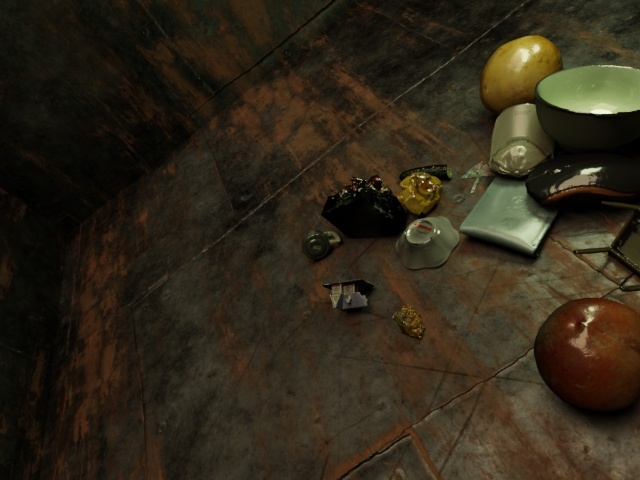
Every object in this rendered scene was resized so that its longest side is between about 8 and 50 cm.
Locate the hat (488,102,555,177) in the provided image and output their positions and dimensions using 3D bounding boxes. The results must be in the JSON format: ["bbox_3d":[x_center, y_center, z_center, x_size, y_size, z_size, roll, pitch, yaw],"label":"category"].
[{"bbox_3d":[0.660,-0.334,1.542,0.214,0.149,0.245,-2,98,28],"label":"hat"}]

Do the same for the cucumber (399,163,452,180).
[{"bbox_3d":[0.400,-0.257,1.789,0.214,0.052,0.058,-1,90,39],"label":"cucumber"}]

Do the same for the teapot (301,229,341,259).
[{"bbox_3d":[-0.008,-0.006,1.834,0.149,0.111,0.108,-38,27,11],"label":"teapot"}]

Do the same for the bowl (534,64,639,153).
[{"bbox_3d":[0.839,-0.384,1.425,0.353,0.185,0.354,-8,38,6],"label":"bowl"}]

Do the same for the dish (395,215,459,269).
[{"bbox_3d":[0.352,-0.011,1.584,0.229,0.081,0.230,-21,44,22],"label":"dish"}]

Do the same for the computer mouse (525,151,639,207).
[{"bbox_3d":[0.778,-0.185,1.365,0.322,0.116,0.183,-1,46,25],"label":"computer mouse"}]

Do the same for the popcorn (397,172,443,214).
[{"bbox_3d":[0.359,-0.176,1.686,0.148,0.152,0.167,38,75,7],"label":"popcorn"}]

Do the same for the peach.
[{"bbox_3d":[0.610,0.251,1.047,0.252,0.252,0.253,-20,45,22],"label":"peach"}]

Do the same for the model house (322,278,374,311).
[{"bbox_3d":[0.096,0.195,1.591,0.166,0.117,0.088,-11,65,28],"label":"model house"}]

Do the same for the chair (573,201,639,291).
[{"bbox_3d":[0.821,0.014,1.162,0.271,0.167,0.188,-2,36,-21],"label":"chair"}]

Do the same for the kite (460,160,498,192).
[{"bbox_3d":[0.571,-0.230,1.668,0.137,0.005,0.153,-4,54,36],"label":"kite"}]

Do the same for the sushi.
[{"bbox_3d":[0.174,-0.139,1.762,0.227,0.215,0.213,-24,34,49],"label":"sushi"}]

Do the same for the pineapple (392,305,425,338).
[{"bbox_3d":[0.257,0.246,1.425,0.077,0.114,0.114,-39,33,31],"label":"pineapple"}]

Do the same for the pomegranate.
[{"bbox_3d":[0.714,-0.584,1.657,0.307,0.307,0.308,-20,45,22],"label":"pomegranate"}]

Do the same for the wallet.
[{"bbox_3d":[0.620,-0.092,1.476,0.251,0.054,0.290,23,64,40],"label":"wallet"}]
